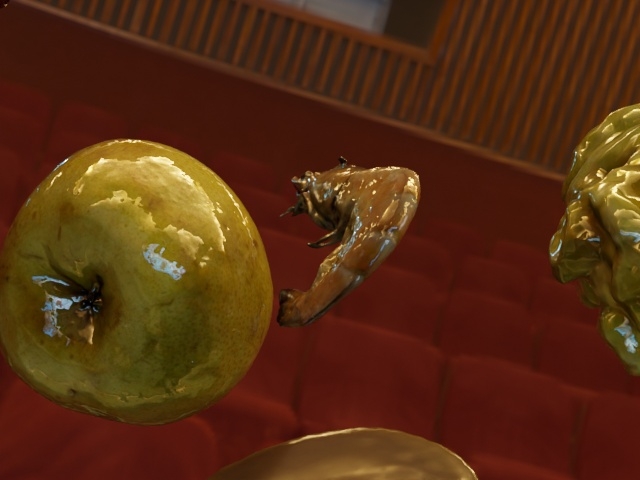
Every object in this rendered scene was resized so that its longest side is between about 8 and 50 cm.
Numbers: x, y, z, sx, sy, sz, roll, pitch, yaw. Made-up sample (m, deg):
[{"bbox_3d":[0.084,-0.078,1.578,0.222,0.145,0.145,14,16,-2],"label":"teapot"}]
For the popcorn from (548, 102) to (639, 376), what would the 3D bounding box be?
[{"bbox_3d":[0.279,0.016,1.073,0.225,0.173,0.286,54,15,-8],"label":"popcorn"}]

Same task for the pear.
[{"bbox_3d":[-0.186,0.049,1.532,0.303,0.304,0.304,15,-11,3],"label":"pear"}]

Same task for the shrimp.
[{"bbox_3d":[0.000,0.000,1.285,0.058,0.169,0.296,41,-7,-17],"label":"shrimp"}]

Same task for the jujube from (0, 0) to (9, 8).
[{"bbox_3d":[-0.214,-0.146,0.729,0.129,0.077,0.077,3,-12,3],"label":"jujube"}]

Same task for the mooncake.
[{"bbox_3d":[0.016,0.295,1.295,0.284,0.156,0.284,-7,20,3],"label":"mooncake"}]
